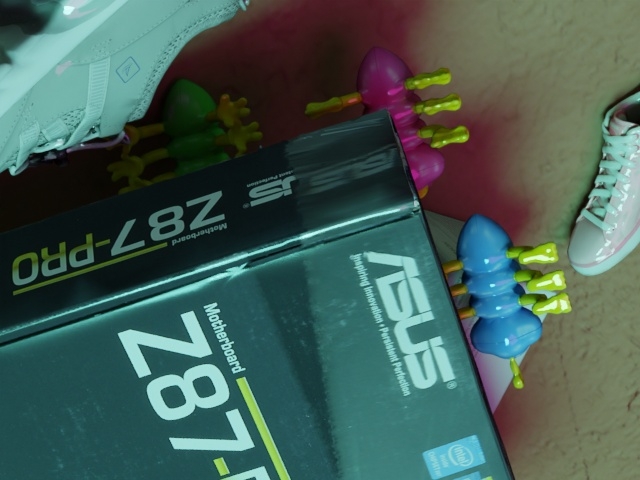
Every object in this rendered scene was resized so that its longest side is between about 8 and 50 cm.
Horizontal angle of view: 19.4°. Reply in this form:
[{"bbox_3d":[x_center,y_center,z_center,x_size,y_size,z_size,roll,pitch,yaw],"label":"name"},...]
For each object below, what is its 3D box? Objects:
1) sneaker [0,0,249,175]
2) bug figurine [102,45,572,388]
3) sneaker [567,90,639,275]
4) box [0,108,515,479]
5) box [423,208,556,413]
[{"bbox_3d":[-0.150,-0.072,1.011,0.281,0.105,0.115,-42,127,0],"label":"sneaker"},{"bbox_3d":[0.000,0.000,1.099,0.279,0.072,0.216,-9,104,10],"label":"bug figurine"},{"bbox_3d":[0.198,-0.045,1.240,0.134,0.051,0.070,-50,126,2],"label":"sneaker"},{"bbox_3d":[-0.053,0.144,1.064,0.318,0.097,0.395,-18,128,3],"label":"box"},{"bbox_3d":[0.076,0.045,1.196,0.087,0.102,0.101,16,108,-31],"label":"box"}]
